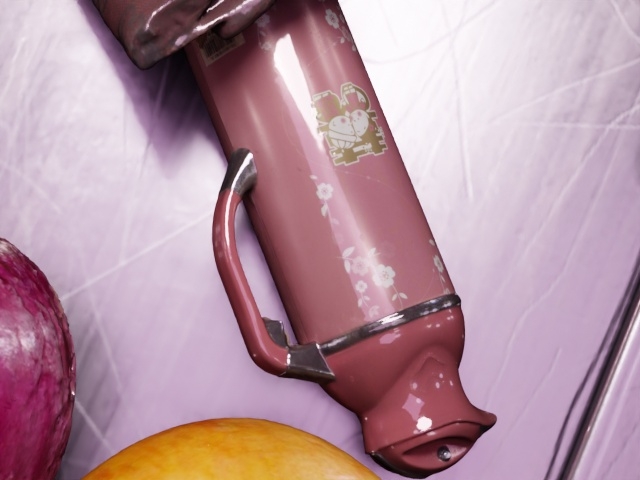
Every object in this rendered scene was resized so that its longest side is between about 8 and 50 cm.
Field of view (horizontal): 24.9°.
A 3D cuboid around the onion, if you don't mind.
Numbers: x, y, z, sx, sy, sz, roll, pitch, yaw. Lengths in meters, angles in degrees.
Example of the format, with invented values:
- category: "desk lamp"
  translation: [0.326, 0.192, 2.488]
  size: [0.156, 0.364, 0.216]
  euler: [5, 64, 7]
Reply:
- category: "onion"
  translation: [-0.245, 0.142, 0.861]
  size: [0.159, 0.267, 0.348]
  euler: [12, 97, -26]

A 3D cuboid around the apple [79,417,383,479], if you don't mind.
- category: "apple"
  translation: [-0.052, 0.239, 0.826]
  size: [0.286, 0.233, 0.286]
  euler: [3, 61, -6]

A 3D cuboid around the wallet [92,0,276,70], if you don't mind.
- category: "wallet"
  translation: [-0.075, -0.202, 0.924]
  size: [0.182, 0.229, 0.049]
  euler: [-34, 127, -5]

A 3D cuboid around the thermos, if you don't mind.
- category: "thermos"
  translation: [0.008, -0.003, 0.927]
  size: [0.109, 0.136, 0.330]
  euler: [-25, 84, 29]
